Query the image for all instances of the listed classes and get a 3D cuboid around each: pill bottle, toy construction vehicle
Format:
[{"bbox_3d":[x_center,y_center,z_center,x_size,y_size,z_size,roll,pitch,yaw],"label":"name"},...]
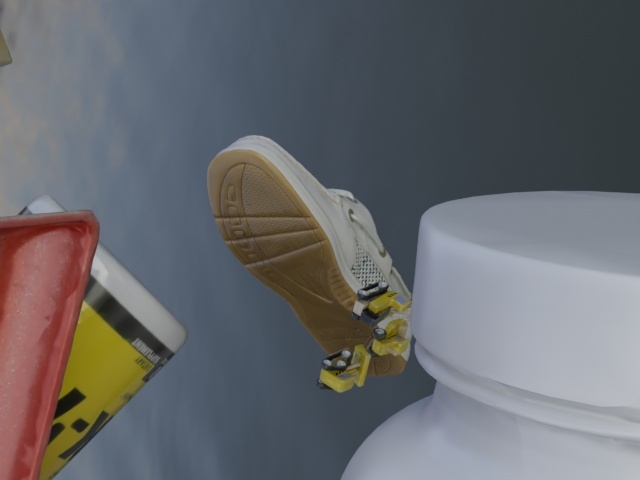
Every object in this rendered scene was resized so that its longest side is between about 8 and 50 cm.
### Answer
[{"bbox_3d":[-0.184,0.086,0.768,0.208,0.119,0.119,-46,27,-5],"label":"pill bottle"},{"bbox_3d":[0.048,0.076,1.097,0.035,0.098,0.086,34,123,31],"label":"toy construction vehicle"},{"bbox_3d":[0.112,0.195,0.534,0.229,0.229,0.407,-153,63,-63],"label":"pill bottle"}]

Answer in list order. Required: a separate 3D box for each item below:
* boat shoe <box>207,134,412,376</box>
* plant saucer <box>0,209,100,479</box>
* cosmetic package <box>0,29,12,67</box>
[{"bbox_3d":[0.000,0.000,1.172,0.098,0.277,0.096,-3,48,34],"label":"boat shoe"},{"bbox_3d":[-0.217,0.107,0.545,0.048,0.259,0.258,26,109,30],"label":"plant saucer"},{"bbox_3d":[-0.352,-0.175,1.319,0.060,0.115,0.041,-18,94,22],"label":"cosmetic package"}]
